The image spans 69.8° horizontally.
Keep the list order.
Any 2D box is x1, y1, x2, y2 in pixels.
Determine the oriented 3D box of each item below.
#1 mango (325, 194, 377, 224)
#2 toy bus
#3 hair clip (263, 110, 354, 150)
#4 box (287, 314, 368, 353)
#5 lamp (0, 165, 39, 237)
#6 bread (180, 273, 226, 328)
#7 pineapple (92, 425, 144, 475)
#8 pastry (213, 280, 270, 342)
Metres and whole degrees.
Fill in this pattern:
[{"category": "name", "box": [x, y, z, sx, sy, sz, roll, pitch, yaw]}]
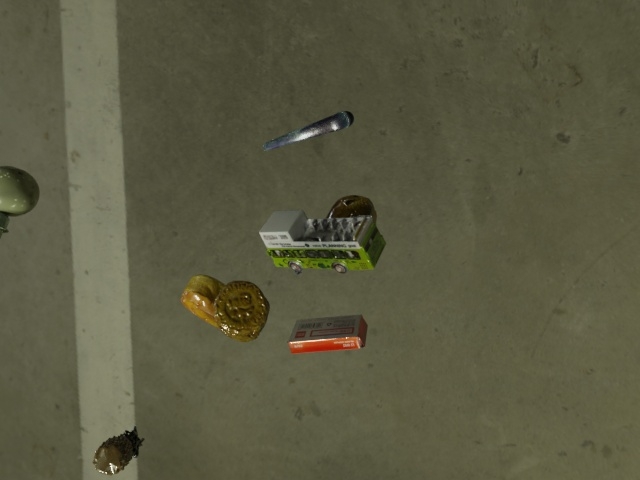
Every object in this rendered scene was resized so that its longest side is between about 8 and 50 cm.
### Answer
[{"category": "mango", "box": [0.091, -0.025, 1.288, 0.151, 0.156, 0.249, 54, 150, 33]}, {"category": "toy bus", "box": [0.000, 0.000, 1.138, 0.301, 0.113, 0.139, 0, 133, 34]}, {"category": "hair clip", "box": [-0.043, -0.304, 1.284, 0.275, 0.083, 0.048, -14, 107, 16]}, {"category": "box", "box": [0.025, 0.284, 1.397, 0.229, 0.123, 0.050, -8, 114, 14]}, {"category": "lamp", "box": [-0.551, -0.047, 0.792, 0.091, 0.091, 0.163, -5, 66, 26]}, {"category": "bread", "box": [-0.266, 0.190, 1.254, 0.245, 0.094, 0.102, 38, 135, -25]}, {"category": "pineapple", "box": [-0.422, 0.443, 0.979, 0.074, 0.159, 0.074, 0, 81, -2]}, {"category": "pastry", "box": [-0.140, 0.127, 0.821, 0.109, 0.097, 0.057, 62, 159, 11]}]
